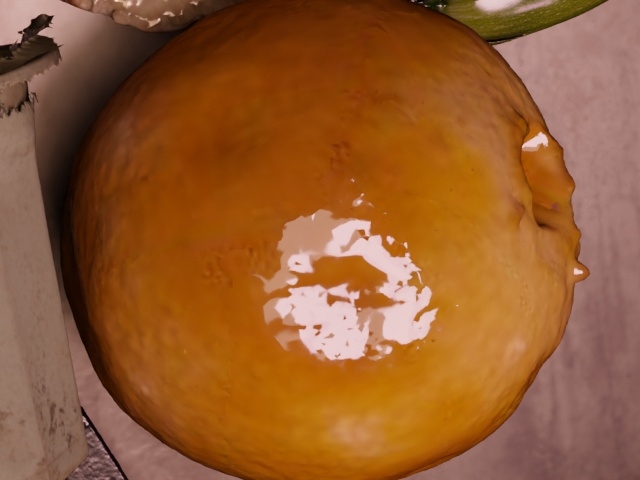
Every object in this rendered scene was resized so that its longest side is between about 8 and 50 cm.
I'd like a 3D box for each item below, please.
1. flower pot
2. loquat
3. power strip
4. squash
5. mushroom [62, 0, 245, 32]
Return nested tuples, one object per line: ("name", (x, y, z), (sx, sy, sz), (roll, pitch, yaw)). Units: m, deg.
("flower pot", (-0.259, 0.029, 1.028), (0.290, 0.290, 0.259), (-15, 104, -9))
("loquat", (0.000, 0.000, 1.131), (0.329, 0.328, 0.328), (-3, 105, -12))
("power strip", (-0.159, 0.171, 1.283), (0.038, 0.029, 0.111), (-30, 107, -3))
("squash", (0.195, -0.210, 1.240), (0.318, 0.071, 0.080), (-28, 115, -2))
("mushroom", (-0.127, -0.237, 1.058), (0.208, 0.302, 0.233), (-15, 96, 25))
